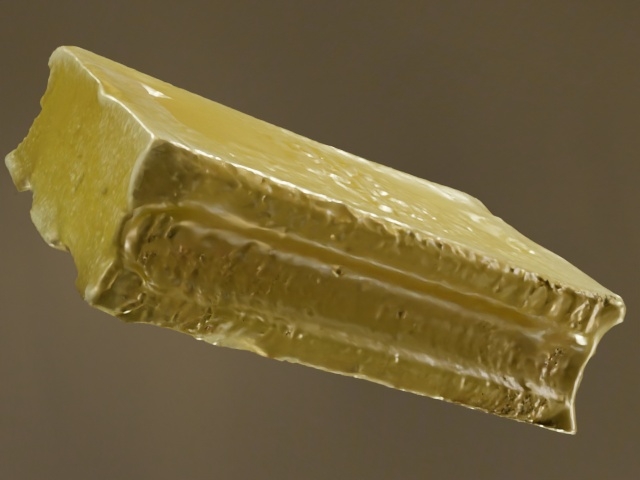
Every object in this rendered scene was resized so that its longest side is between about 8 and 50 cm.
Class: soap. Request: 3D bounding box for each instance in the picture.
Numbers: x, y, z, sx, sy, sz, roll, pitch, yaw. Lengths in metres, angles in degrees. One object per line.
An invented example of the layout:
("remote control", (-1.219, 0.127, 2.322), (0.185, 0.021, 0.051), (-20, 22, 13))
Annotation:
("soap", (0.000, 0.000, 0.650), (0.315, 0.199, 0.091), (18, -75, -31))
